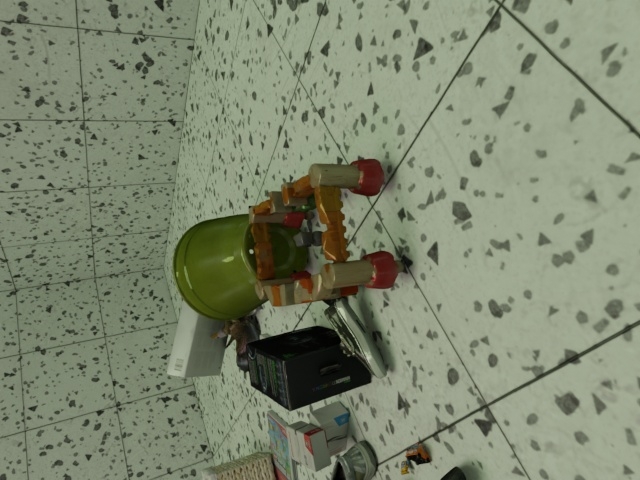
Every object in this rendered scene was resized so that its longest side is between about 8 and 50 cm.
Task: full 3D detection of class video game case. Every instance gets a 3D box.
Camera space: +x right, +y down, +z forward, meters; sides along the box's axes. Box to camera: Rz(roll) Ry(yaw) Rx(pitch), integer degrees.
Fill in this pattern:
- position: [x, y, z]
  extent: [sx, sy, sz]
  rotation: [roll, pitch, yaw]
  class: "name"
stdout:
- position: [-0.150, 0.847, 1.783]
  extent: [0.204, 0.025, 0.284]
  rotation: [3, 100, 60]
  class: "video game case"

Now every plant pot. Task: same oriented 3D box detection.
- position: [-0.234, 0.062, 1.460]
  extent: [0.353, 0.367, 0.366]
  rotation: [-20, 80, 48]
  class: "plant pot"

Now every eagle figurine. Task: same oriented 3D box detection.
- position: [-0.351, 0.385, 1.909]
  extent: [0.298, 0.225, 0.226]
  rotation: [68, -150, -41]
  class: "eagle figurine"

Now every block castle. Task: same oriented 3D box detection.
- position: [0.000, 0.000, 1.128]
  extent: [0.453, 0.213, 0.302]
  rotation: [-20, 76, 58]
  class: "block castle"

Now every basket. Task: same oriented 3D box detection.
- position: [-0.324, 1.092, 1.874]
  extent: [0.328, 0.267, 0.331]
  rotation: [130, 127, -61]
  class: "basket"

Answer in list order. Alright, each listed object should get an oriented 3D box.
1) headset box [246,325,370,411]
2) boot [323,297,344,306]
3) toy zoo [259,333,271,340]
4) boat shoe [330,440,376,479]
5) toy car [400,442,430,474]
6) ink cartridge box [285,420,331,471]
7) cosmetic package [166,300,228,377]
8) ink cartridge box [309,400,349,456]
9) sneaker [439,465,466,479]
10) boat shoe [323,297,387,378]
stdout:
- position: [-0.036, 0.337, 1.228]
  extent: [0.283, 0.247, 0.131]
  rotation: [-5, 94, 61]
  class: "headset box"
- position: [0.039, 0.195, 1.271]
  extent: [0.121, 0.045, 0.099]
  rotation: [-5, 96, 60]
  class: "boot"
- position: [-0.174, 0.472, 1.726]
  extent: [0.293, 0.030, 0.192]
  rotation: [1, 98, 61]
  class: "toy zoo"
- position: [0.067, 0.697, 1.281]
  extent: [0.118, 0.103, 0.320]
  rotation: [53, 140, 41]
  class: "boat shoe"
- position: [0.204, 0.504, 1.044]
  extent: [0.122, 0.060, 0.040]
  rotation: [-53, 19, 43]
  class: "toy car"
- position: [-0.035, 0.576, 1.267]
  extent: [0.135, 0.056, 0.099]
  rotation: [-14, 87, 57]
  class: "ink cartridge box"
- position: [-0.496, 0.385, 1.922]
  extent: [0.098, 0.284, 0.376]
  rotation: [5, 76, 21]
  class: "cosmetic package"
- position: [0.022, 0.581, 1.332]
  extent: [0.060, 0.104, 0.180]
  rotation: [30, 123, 51]
  class: "ink cartridge box"
- position: [0.265, 0.611, 0.922]
  extent: [0.146, 0.123, 0.330]
  rotation: [29, 123, 34]
  class: "sneaker"
- position: [0.086, 0.253, 1.125]
  extent: [0.070, 0.078, 0.219]
  rotation: [-37, 70, 13]
  class: "boat shoe"
